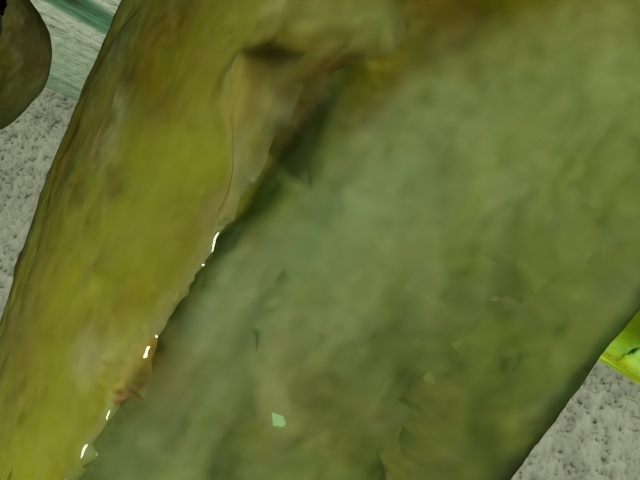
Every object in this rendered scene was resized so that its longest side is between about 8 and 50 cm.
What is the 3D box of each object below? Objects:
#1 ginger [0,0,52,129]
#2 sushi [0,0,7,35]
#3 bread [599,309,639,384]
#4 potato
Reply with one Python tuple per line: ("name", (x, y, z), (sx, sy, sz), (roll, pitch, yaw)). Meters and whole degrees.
("ginger", (-0.251, -0.127, 1.144), (0.152, 0.138, 0.267), (42, 176, 37))
("sushi", (-0.194, -0.128, 0.916), (0.098, 0.094, 0.084), (3, 167, 41))
("bread", (0.139, 0.022, 0.862), (0.139, 0.071, 0.130), (31, 174, -9))
("potato", (-0.023, 0.032, 0.434), (0.112, 0.255, 0.269), (25, 179, -11))
